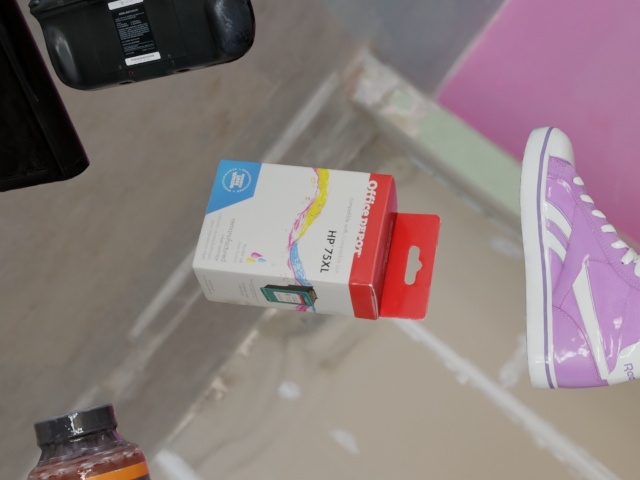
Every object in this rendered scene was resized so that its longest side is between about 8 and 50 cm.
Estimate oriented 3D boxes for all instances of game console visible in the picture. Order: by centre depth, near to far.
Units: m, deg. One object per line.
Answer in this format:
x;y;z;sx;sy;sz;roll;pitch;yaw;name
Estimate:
-0.198;-0.153;0.975;0.044;0.361;0.213;-46;122;-47;game console

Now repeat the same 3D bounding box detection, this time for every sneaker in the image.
0.290;0.011;1.255;0.102;0.161;0.282;36;49;-63;sneaker

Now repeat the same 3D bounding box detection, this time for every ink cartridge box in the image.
0.000;0.000;1.253;0.078;0.231;0.134;77;21;-59;ink cartridge box

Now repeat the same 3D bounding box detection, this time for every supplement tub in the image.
-0.188;0.241;1.041;0.106;0.198;0.106;-15;175;-1;supplement tub
